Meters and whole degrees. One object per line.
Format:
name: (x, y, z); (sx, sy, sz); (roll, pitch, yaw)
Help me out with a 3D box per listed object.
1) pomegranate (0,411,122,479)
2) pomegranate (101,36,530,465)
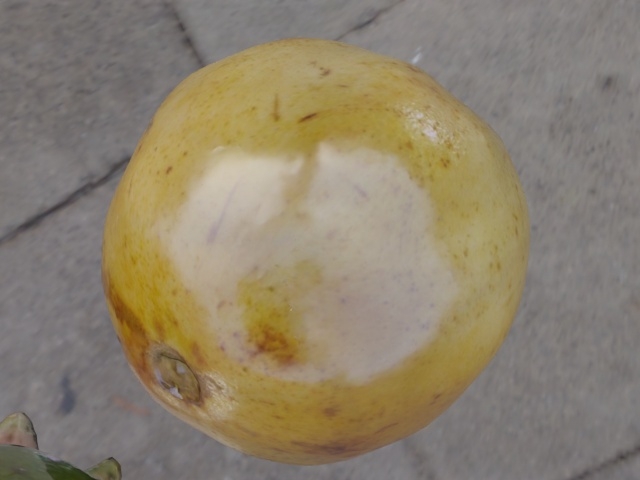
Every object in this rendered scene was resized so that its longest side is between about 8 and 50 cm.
pomegranate: (-0.165, 0.187, 0.619); (0.290, 0.323, 0.291); (-10, 125, -15)
pomegranate: (0.000, 0.000, 0.975); (0.264, 0.264, 0.264); (3, 106, 12)
